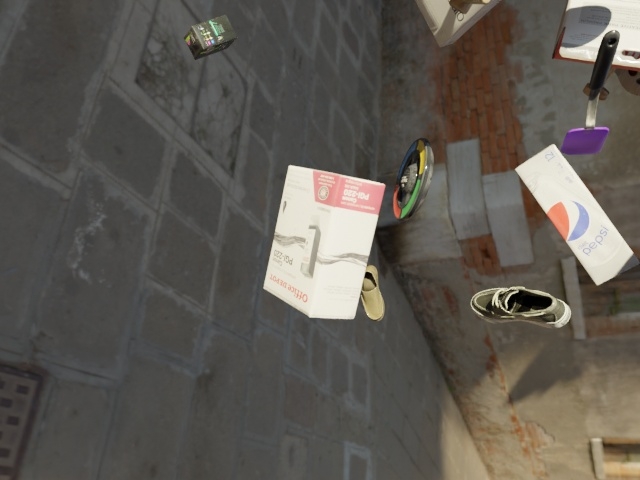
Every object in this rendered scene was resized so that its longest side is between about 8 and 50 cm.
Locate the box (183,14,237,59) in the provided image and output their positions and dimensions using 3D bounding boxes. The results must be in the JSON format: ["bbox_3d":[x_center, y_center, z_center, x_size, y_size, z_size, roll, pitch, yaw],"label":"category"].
[{"bbox_3d":[-0.227,-0.417,1.096,0.083,0.062,0.052,-33,102,-27],"label":"box"}]

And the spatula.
[{"bbox_3d":[0.534,-0.273,1.039,0.296,0.084,0.030,75,17,-47],"label":"spatula"}]

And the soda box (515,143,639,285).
[{"bbox_3d":[0.522,-0.055,1.091,0.286,0.091,0.098,59,24,9],"label":"soda box"}]

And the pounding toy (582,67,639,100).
[{"bbox_3d":[0.804,-0.440,1.315,0.154,0.269,0.155,32,38,2],"label":"pounding toy"}]

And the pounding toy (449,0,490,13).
[{"bbox_3d":[0.186,-0.407,0.749,0.206,0.181,0.094,8,117,-56],"label":"pounding toy"}]

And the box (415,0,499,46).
[{"bbox_3d":[0.332,-0.636,1.230,0.059,0.322,0.232,-27,89,-27],"label":"box"}]

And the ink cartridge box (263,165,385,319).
[{"bbox_3d":[0.000,0.000,0.850,0.092,0.159,0.217,6,99,-35],"label":"ink cartridge box"}]

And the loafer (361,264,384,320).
[{"bbox_3d":[0.129,0.139,1.383,0.050,0.056,0.147,-1,78,-70],"label":"loafer"}]

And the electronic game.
[{"bbox_3d":[0.243,-0.162,1.427,0.229,0.048,0.229,-167,-90,-80],"label":"electronic game"}]

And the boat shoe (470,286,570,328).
[{"bbox_3d":[0.389,0.125,1.082,0.070,0.219,0.077,34,69,-30],"label":"boat shoe"}]

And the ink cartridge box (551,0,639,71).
[{"bbox_3d":[0.690,-0.464,1.162,0.130,0.310,0.271,50,56,-71],"label":"ink cartridge box"}]
